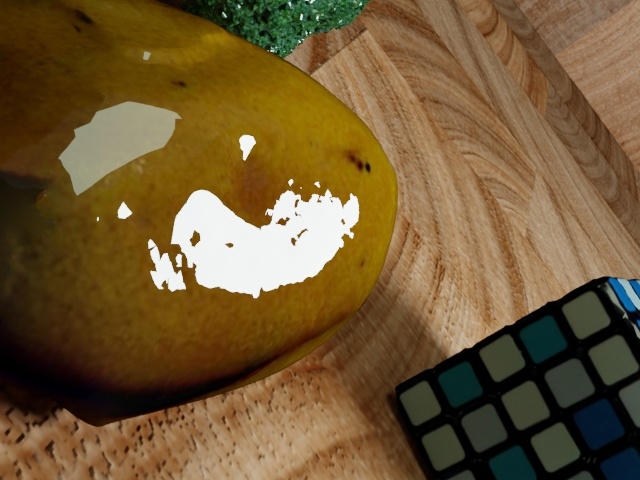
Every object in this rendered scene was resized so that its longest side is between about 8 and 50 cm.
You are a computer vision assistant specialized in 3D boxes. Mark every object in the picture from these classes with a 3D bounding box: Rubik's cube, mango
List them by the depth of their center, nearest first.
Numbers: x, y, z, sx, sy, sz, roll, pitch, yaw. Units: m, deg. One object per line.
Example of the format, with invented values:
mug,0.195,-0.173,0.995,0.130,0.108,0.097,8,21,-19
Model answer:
mango,-0.077,-0.016,0.505,0.287,0.153,0.201,0,94,-49
Rubik's cube,0.198,0.146,0.782,0.182,0.187,0.184,8,52,-60

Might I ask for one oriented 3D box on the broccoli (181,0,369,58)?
broccoli,-0.042,-0.273,0.767,0.275,0.307,0.308,30,25,-2
